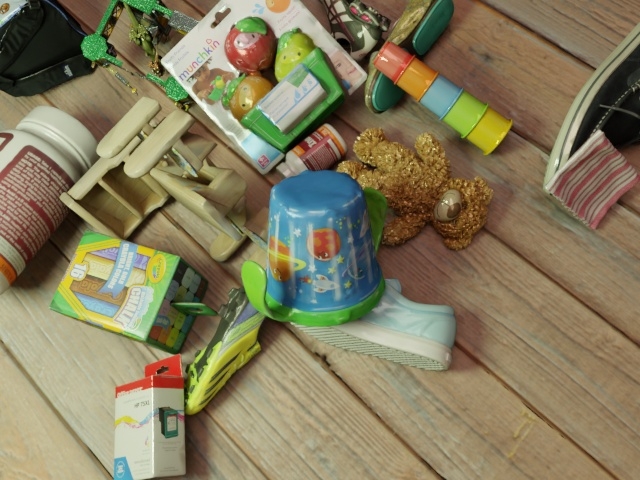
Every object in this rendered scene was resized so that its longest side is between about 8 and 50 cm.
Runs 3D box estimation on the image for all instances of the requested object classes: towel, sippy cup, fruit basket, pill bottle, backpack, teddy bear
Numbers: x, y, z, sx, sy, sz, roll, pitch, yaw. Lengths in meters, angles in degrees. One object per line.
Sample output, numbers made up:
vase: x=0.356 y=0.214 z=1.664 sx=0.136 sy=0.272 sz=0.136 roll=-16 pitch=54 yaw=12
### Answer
towel: x=0.530 y=-0.113 z=1.205 sx=0.144 sy=0.197 sz=0.029 roll=-51 pitch=40 yaw=13
sippy cup: x=0.000 y=0.000 z=1.145 sx=0.240 sy=0.224 sz=0.305 roll=1 pitch=33 yaw=7
fruit basket: x=-0.128 y=-0.381 z=1.381 sx=0.327 sy=0.165 sz=0.353 roll=-41 pitch=96 yaw=6
pill bottle: x=-0.020 y=-0.183 z=1.389 sx=0.152 sy=0.086 sz=0.086 roll=-40 pitch=69 yaw=-7
pill bottle: x=-0.666 y=-0.096 z=1.358 sx=0.224 sy=0.224 sz=0.392 roll=19 pitch=58 yaw=16
backpack: x=-0.742 y=-0.500 z=1.544 sx=0.263 sy=0.276 sz=0.213 roll=-41 pitch=64 yaw=0
teddy bear: x=0.189 y=-0.115 z=1.317 sx=0.245 sy=0.113 sz=0.338 roll=-40 pitch=68 yaw=-4

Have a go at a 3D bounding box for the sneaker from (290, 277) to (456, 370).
sneaker: x=0.091 y=0.139 z=1.237 sx=0.365 sy=0.135 sz=0.150 roll=17 pitch=65 yaw=7

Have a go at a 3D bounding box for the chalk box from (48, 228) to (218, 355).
chalk box: x=-0.357 y=0.120 z=1.281 sx=0.288 sy=0.180 sz=0.179 roll=16 pitch=73 yaw=16

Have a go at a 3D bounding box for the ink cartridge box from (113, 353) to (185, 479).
ink cartridge box: x=-0.334 y=0.344 z=1.217 sx=0.134 sy=0.078 sz=0.231 roll=-24 pitch=63 yaw=36

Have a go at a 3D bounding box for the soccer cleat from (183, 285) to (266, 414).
soccer cleat: x=-0.182 y=0.231 z=1.259 sx=0.289 sy=0.121 sz=0.093 roll=-61 pitch=28 yaw=-2

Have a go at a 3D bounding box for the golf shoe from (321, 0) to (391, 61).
golf shoe: x=0.050 y=-0.539 z=1.501 sx=0.120 sy=0.105 sz=0.273 roll=-58 pitch=46 yaw=24

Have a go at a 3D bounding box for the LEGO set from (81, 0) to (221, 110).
LEGO set: x=-0.392 y=-0.468 z=1.535 sx=0.331 sy=0.192 sz=0.255 roll=18 pitch=92 yaw=1

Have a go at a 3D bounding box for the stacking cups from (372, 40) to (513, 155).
stacking cups: x=0.259 y=-0.313 z=1.326 sx=0.316 sy=0.096 sz=0.096 roll=37 pitch=78 yaw=-4

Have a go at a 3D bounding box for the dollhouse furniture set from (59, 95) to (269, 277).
dollhouse furniture set: x=-0.319 y=-0.075 z=1.267 sx=0.256 sy=0.362 sz=0.394 roll=-50 pitch=44 yaw=-10

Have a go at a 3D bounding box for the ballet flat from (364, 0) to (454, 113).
ballet flat: x=0.181 y=-0.438 z=1.448 sx=0.123 sy=0.123 sz=0.349 roll=30 pitch=78 yaw=18

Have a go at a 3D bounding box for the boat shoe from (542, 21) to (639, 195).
boat shoe: x=0.625 y=-0.275 z=1.268 sx=0.156 sy=0.187 sz=0.500 roll=36 pitch=74 yaw=25
